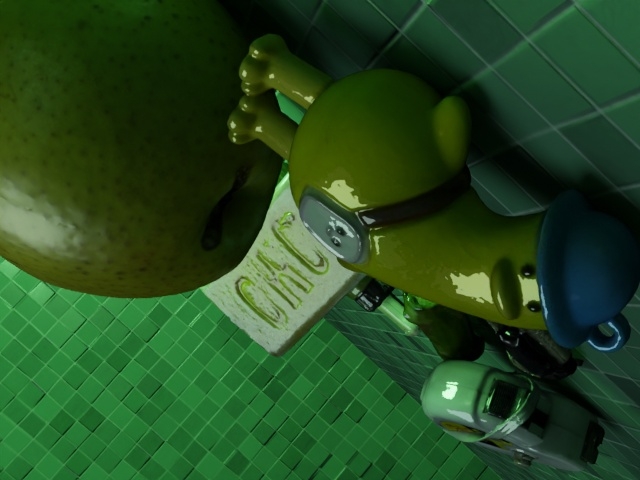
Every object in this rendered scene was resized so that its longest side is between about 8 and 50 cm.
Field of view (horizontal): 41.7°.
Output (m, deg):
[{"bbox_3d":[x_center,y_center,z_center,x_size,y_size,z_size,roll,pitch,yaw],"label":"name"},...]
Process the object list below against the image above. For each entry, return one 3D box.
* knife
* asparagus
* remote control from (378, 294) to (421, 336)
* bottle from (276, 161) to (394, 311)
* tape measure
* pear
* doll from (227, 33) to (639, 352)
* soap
[{"bbox_3d":[0.175,0.070,0.911,0.089,0.043,0.365,-12,139,42],"label":"knife"},{"bbox_3d":[0.176,0.114,1.173,0.082,0.085,0.343,11,156,22],"label":"asparagus"},{"bbox_3d":[0.136,0.128,1.543,0.122,0.032,0.074,41,171,5],"label":"remote control"},{"bbox_3d":[0.000,0.000,1.257,0.260,0.112,0.112,41,171,2],"label":"bottle"},{"bbox_3d":[0.241,0.237,1.176,0.197,0.120,0.236,34,159,-36],"label":"tape measure"},{"bbox_3d":[-0.231,-0.124,0.870,0.418,0.362,0.362,35,169,19],"label":"pear"},{"bbox_3d":[0.084,-0.027,0.668,0.363,0.145,0.199,36,137,16],"label":"doll"},{"bbox_3d":[-0.038,0.028,1.165,0.173,0.089,0.274,42,131,0],"label":"soap"}]
